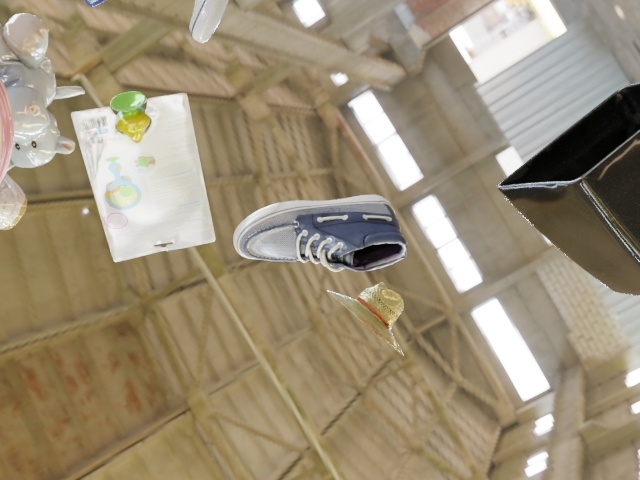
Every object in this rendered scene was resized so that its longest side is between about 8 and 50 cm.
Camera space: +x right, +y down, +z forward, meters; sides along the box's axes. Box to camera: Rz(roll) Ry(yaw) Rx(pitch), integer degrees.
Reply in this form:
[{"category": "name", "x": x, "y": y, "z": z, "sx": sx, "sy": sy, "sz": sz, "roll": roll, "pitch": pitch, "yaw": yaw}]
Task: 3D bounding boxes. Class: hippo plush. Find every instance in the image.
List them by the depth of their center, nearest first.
[{"category": "hippo plush", "x": -0.579, "y": -0.242, "z": 1.780, "sx": 0.294, "sy": 0.234, "sz": 0.236, "roll": 81, "pitch": 179, "yaw": -64}]

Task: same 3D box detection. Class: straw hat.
[{"category": "straw hat", "x": 0.080, "y": 0.091, "z": 1.337, "sx": 0.144, "sy": 0.061, "sz": 0.144, "roll": 41, "pitch": 177, "yaw": 2}]

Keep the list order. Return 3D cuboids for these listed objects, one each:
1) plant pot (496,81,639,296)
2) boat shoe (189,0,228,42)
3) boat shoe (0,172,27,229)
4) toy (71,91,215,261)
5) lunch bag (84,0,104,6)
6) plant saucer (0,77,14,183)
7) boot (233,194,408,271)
[{"category": "plant pot", "x": 0.325, "y": -0.046, "z": 0.970, "sx": 0.167, "sy": 0.187, "sz": 0.188, "roll": 53, "pitch": 171, "yaw": -8}, {"category": "boat shoe", "x": -0.224, "y": -0.534, "z": 1.969, "sx": 0.088, "sy": 0.267, "sz": 0.096, "roll": 19, "pitch": 180, "yaw": 4}, {"category": "boat shoe", "x": -0.598, "y": -0.123, "z": 1.636, "sx": 0.277, "sy": 0.098, "sz": 0.096, "roll": 37, "pitch": -178, "yaw": 33}, {"category": "toy", "x": -0.218, "y": -0.086, "z": 1.223, "sx": 0.237, "sy": 0.137, "sz": 0.056, "roll": 85, "pitch": 171, "yaw": -45}, {"category": "lunch bag", "x": -0.285, "y": -0.412, "z": 1.297, "sx": 0.096, "sy": 0.151, "sz": 0.129, "roll": 41, "pitch": 159, "yaw": 32}, {"category": "plant saucer", "x": -0.570, "y": -0.143, "z": 1.333, "sx": 0.084, "sy": 0.332, "sz": 0.332, "roll": 20, "pitch": 163, "yaw": 46}, {"category": "boot", "x": 0.000, "y": 0.000, "z": 1.090, "sx": 0.086, "sy": 0.190, "sz": 0.069, "roll": -111, "pitch": 10, "yaw": -53}]
